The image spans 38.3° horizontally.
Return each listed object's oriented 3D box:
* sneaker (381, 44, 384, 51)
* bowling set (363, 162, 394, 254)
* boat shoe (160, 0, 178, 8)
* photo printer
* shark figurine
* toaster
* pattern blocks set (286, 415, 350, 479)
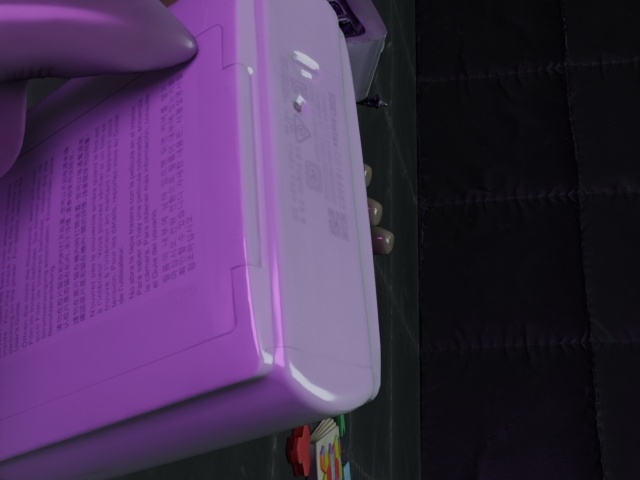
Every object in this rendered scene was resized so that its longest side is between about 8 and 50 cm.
[{"bbox_3d":[0.046,-0.327,1.642,0.256,0.151,0.094,-42,125,-75],"label":"sneaker"},{"bbox_3d":[0.000,0.000,1.449,0.287,0.154,0.200,67,41,-57],"label":"bowling set"},{"bbox_3d":[-0.143,-0.189,0.887,0.122,0.110,0.341,64,26,-58],"label":"boat shoe"},{"bbox_3d":[-0.114,0.012,0.559,0.107,0.307,0.256,21,55,-45],"label":"photo printer"},{"bbox_3d":[-0.218,-0.065,0.448,0.166,0.278,0.116,47,-1,1],"label":"shark figurine"},{"bbox_3d":[-0.030,-0.224,1.001,0.168,0.185,0.110,63,-28,26],"label":"toaster"},{"bbox_3d":[0.008,0.383,1.538,0.325,0.026,0.286,-50,135,-72],"label":"pattern blocks set"}]
